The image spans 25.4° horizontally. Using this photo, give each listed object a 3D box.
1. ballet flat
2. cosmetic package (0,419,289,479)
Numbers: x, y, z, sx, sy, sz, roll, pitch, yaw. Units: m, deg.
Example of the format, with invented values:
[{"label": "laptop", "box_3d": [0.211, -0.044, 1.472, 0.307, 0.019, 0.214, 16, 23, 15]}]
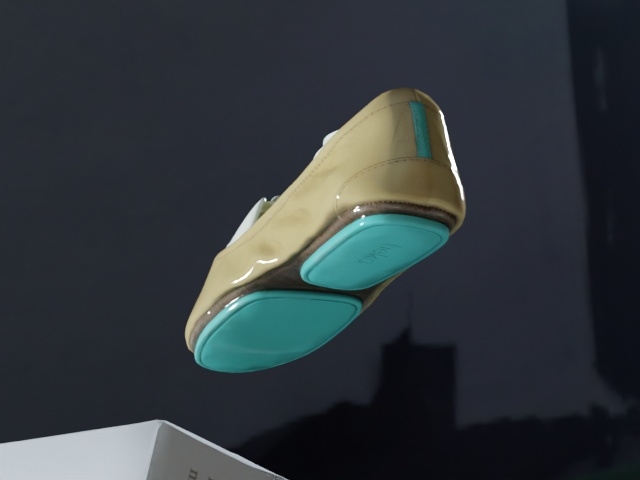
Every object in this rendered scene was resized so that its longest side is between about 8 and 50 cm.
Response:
[{"label": "ballet flat", "box_3d": [0.000, 0.000, 0.684, 0.080, 0.073, 0.232, 11, 154, -26]}, {"label": "cosmetic package", "box_3d": [0.016, 0.225, 0.514, 0.365, 0.197, 0.155, 34, 148, -33]}]
